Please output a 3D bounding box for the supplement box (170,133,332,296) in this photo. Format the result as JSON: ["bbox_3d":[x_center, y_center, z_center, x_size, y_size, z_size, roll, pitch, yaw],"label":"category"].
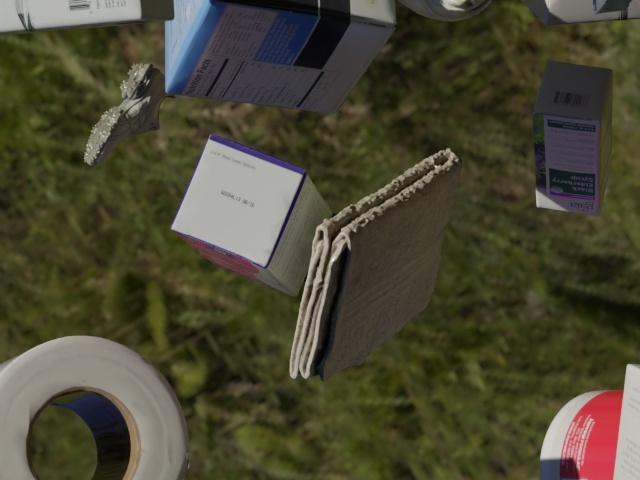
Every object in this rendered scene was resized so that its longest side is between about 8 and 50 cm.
[{"bbox_3d":[-0.069,-0.022,1.742,0.111,0.114,0.220,21,175,12],"label":"supplement box"}]

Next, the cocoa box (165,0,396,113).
[{"bbox_3d":[-0.060,-0.364,1.964,0.231,0.227,0.347,128,143,-59],"label":"cocoa box"}]

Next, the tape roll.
[{"bbox_3d":[-0.290,0.238,1.834,0.246,0.246,0.169,59,155,-3],"label":"tape roll"}]

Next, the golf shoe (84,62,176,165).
[{"bbox_3d":[-0.279,-0.174,2.405,0.086,0.176,0.069,35,180,-28],"label":"golf shoe"}]

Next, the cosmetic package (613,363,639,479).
[{"bbox_3d":[0.403,0.233,1.674,0.151,0.151,0.184,-151,64,-74],"label":"cosmetic package"}]

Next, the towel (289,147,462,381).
[{"bbox_3d":[0.064,0.026,1.676,0.049,0.187,0.282,25,-149,22],"label":"towel"}]

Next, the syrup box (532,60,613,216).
[{"bbox_3d":[0.354,-0.139,2.261,0.237,0.093,0.096,77,-153,-56],"label":"syrup box"}]

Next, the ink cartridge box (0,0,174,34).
[{"bbox_3d":[-0.257,-0.280,1.571,0.087,0.208,0.153,-21,-71,-72],"label":"ink cartridge box"}]

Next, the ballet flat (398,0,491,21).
[{"bbox_3d":[0.120,-0.311,1.676,0.139,0.139,0.400,62,-169,30],"label":"ballet flat"}]

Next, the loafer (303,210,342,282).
[{"bbox_3d":[0.000,0.000,1.981,0.078,0.076,0.223,48,-154,17],"label":"loafer"}]

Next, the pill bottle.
[{"bbox_3d":[0.503,0.309,2.132,0.407,0.229,0.229,-8,120,54],"label":"pill bottle"}]

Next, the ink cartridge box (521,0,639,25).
[{"bbox_3d":[0.359,-0.341,2.089,0.140,0.190,0.082,-117,23,-59],"label":"ink cartridge box"}]
